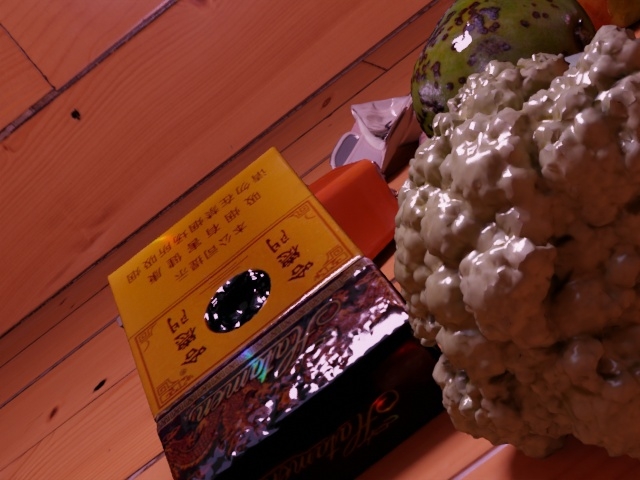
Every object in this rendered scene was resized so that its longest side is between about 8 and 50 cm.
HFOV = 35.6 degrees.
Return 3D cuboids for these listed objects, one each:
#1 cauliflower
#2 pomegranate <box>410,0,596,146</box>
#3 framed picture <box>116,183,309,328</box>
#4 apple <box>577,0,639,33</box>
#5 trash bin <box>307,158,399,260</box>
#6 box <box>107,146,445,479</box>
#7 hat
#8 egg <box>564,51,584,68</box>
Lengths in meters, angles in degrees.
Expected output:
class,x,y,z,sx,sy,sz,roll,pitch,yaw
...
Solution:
class,x,y,z,sx,sy,sz,roll,pitch,yaw
cauliflower,0.187,0.016,0.669,0.260,0.281,0.327,-78,-5,-45
pomegranate,0.222,-0.179,1.206,0.270,0.254,0.254,-43,6,47
framed picture,-0.128,0.030,1.473,0.315,0.024,0.232,-47,-27,11
apple,0.391,-0.466,1.562,0.339,0.339,0.339,-36,14,10
trash bin,0.000,0.000,1.354,0.239,0.161,0.184,-40,14,-22
box,-0.057,0.089,1.033,0.264,0.116,0.415,-37,33,1
hat,0.138,-0.182,1.767,0.219,0.164,0.226,-15,66,58
egg,0.263,-0.098,0.971,0.231,0.168,0.168,-24,19,30
